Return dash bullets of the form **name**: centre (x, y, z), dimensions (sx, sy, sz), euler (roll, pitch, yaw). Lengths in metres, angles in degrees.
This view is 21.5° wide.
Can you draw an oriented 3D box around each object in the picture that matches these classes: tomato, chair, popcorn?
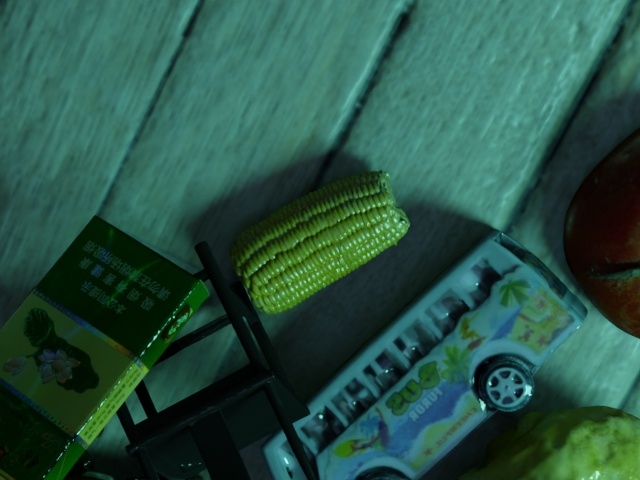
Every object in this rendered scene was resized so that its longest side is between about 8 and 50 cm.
- **tomato**: centre (0.337, -0.001, 1.503), dimensions (0.228, 0.101, 0.228), euler (0, 107, 1)
- **chair**: centre (-0.091, 0.155, 1.479), dimensions (0.154, 0.141, 0.260), euler (-28, 67, 4)
- **popcorn**: centre (0.222, 0.246, 1.533), dimensions (0.253, 0.191, 0.190), euler (3, 78, -2)

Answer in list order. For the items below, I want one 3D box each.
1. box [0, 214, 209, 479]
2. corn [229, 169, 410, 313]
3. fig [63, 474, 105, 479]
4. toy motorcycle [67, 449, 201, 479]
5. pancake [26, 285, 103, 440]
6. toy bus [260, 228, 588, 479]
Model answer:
- **box**: centre (-0.215, 0.100, 1.433), dimensions (0.132, 0.034, 0.235), euler (31, 74, 28)
- **corn**: centre (0.000, 0.000, 1.538), dimensions (0.165, 0.063, 0.085), euler (-27, 78, 9)
- **fig**: centre (-0.222, 0.282, 1.446), dimensions (0.205, 0.205, 0.205), euler (1, 105, 3)
- **toy motorcycle**: centre (-0.214, 0.287, 1.602), dimensions (0.275, 0.127, 0.205), euler (10, 106, -6)
- **pancake**: centre (-0.237, 0.115, 1.541), dimensions (0.028, 0.158, 0.158), euler (-21, 104, -22)
- **toy bus**: centre (0.090, 0.141, 1.552), dimensions (0.330, 0.109, 0.136), euler (-44, 89, 12)
